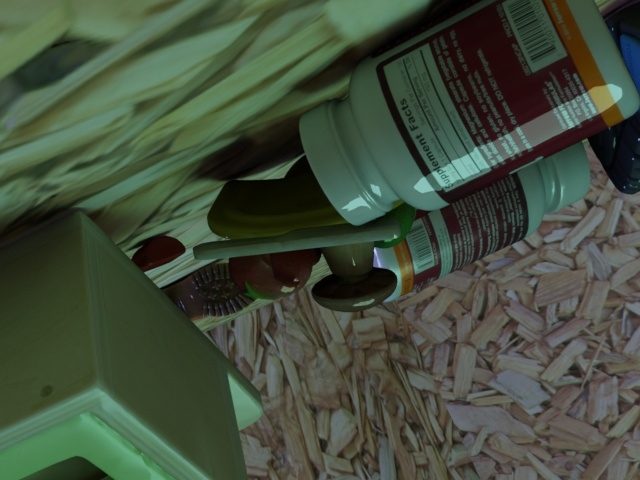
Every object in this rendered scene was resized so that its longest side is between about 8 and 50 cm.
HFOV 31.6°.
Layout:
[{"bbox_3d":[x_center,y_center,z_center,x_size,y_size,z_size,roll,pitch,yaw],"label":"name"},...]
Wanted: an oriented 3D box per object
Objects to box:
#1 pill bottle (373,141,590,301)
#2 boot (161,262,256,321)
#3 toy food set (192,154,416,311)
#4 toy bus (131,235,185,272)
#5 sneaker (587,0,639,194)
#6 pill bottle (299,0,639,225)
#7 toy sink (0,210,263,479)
[{"bbox_3d":[0.127,-0.040,1.037,0.221,0.121,0.121,-24,176,-14],"label":"pill bottle"},{"bbox_3d":[-0.128,0.059,1.288,0.158,0.059,0.084,-18,-178,18],"label":"boot"},{"bbox_3d":[0.000,0.000,0.692,0.128,0.071,0.218,-9,-163,9],"label":"toy food set"},{"bbox_3d":[-0.188,0.084,0.831,0.191,0.104,0.202,-26,176,22],"label":"toy bus"},{"bbox_3d":[0.286,-0.123,0.901,0.139,0.125,0.341,-27,177,2],"label":"sneaker"},{"bbox_3d":[0.070,-0.068,0.555,0.152,0.086,0.086,-26,176,18],"label":"pill bottle"},{"bbox_3d":[-0.135,0.123,0.662,0.152,0.131,0.234,-25,138,9],"label":"toy sink"}]
